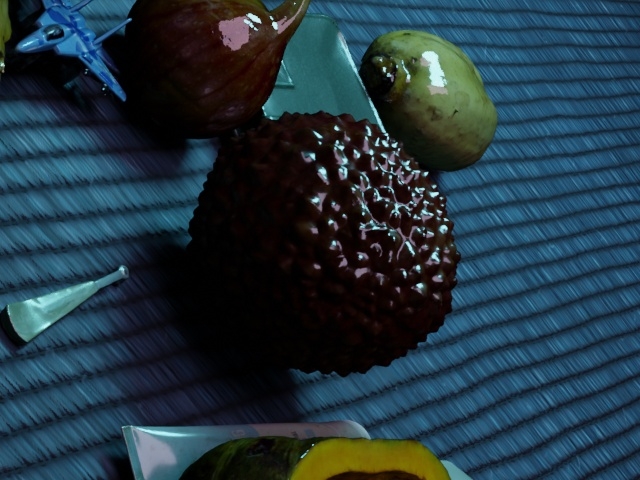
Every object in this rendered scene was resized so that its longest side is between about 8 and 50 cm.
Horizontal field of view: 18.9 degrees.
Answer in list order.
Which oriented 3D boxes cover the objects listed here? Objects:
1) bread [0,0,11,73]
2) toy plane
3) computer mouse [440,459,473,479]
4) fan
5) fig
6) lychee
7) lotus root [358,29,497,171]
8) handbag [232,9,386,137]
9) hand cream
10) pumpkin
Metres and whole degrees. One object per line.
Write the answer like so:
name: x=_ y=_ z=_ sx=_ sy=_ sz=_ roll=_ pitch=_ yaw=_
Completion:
bread: x=-0.395 y=-0.229 z=1.555 sx=0.370 sy=0.191 sz=0.314 roll=42 pitch=31 yaw=-32
toy plane: x=-0.256 y=-0.191 z=1.845 sx=0.169 sy=0.078 sz=0.246 roll=56 pitch=22 yaw=-5
computer mouse: x=0.185 y=0.331 z=2.061 sx=0.231 sy=0.079 sz=0.128 roll=54 pitch=26 yaw=-1
fan: x=-0.226 y=0.054 z=1.731 sx=0.038 sy=0.016 sz=0.193 roll=62 pitch=29 yaw=0
fig: x=-0.095 y=-0.201 z=1.980 sx=0.175 sy=0.207 sz=0.175 roll=-15 pitch=90 yaw=-79
lychee: x=0.000 y=0.000 z=1.893 sx=0.264 sy=0.264 sz=0.300 roll=29 pitch=4 yaw=-43
lotus root: x=0.127 y=-0.174 z=2.358 sx=0.160 sy=0.146 sz=0.284 roll=48 pitch=14 yaw=27
handbag: x=-0.011 y=-0.100 z=2.150 sx=0.238 sy=0.089 sz=0.326 roll=0 pitch=64 yaw=-58
hand cream: x=-0.065 y=0.209 z=1.787 sx=0.312 sy=0.070 sz=0.111 roll=-2 pitch=75 yaw=-55
pumpkin: x=0.008 y=0.289 z=1.719 sx=0.317 sy=0.139 sz=0.222 roll=13 pitch=70 yaw=-53
